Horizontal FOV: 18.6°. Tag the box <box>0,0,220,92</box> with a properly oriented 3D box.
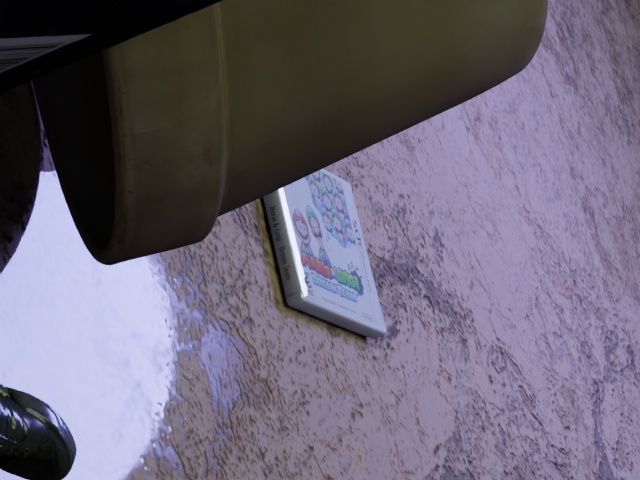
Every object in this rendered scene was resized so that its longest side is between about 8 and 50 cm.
[{"bbox_3d":[-0.194,-0.221,0.905,0.183,0.296,0.294,-13,87,-53],"label":"box"}]

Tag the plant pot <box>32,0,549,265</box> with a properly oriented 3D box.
[{"bbox_3d":[-0.027,-0.166,1.164,0.323,0.280,0.323,169,-90,-75],"label":"plant pot"}]

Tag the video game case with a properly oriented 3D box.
[{"bbox_3d":[0.000,0.000,1.605,0.157,0.019,0.143,25,48,-60],"label":"video game case"}]

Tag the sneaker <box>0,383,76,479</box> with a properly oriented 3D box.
[{"bbox_3d":[-0.196,0.099,1.019,0.170,0.051,0.089,48,29,-32],"label":"sneaker"}]
